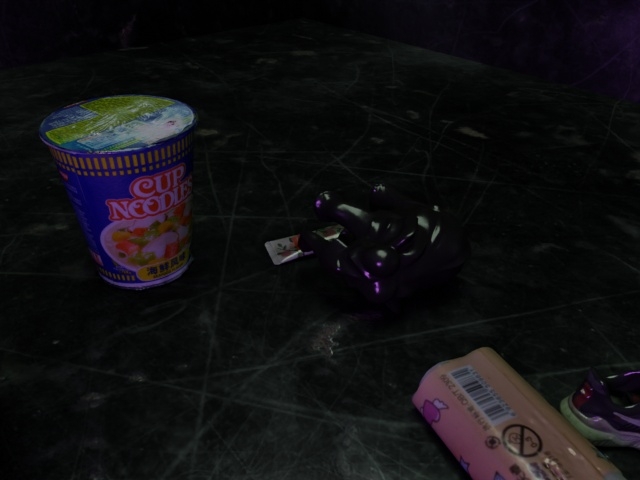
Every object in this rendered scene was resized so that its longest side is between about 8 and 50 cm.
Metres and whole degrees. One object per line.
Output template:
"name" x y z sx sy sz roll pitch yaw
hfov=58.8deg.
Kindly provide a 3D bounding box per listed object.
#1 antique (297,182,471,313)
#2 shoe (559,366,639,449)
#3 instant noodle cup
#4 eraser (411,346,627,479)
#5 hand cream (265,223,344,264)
"antique" 0.141 0.004 1.111 0.322 0.185 0.255 -10 33 -25
"shoe" 0.474 0.241 0.833 0.227 0.112 0.099 1 31 1
"instant noodle cup" -0.360 -0.086 1.094 0.284 0.312 0.284 1 32 -1
"eraser" 0.275 0.280 0.785 0.171 0.087 0.290 -15 36 -21
"hand cream" 0.000 0.000 1.241 0.234 0.050 0.080 -15 40 -15
